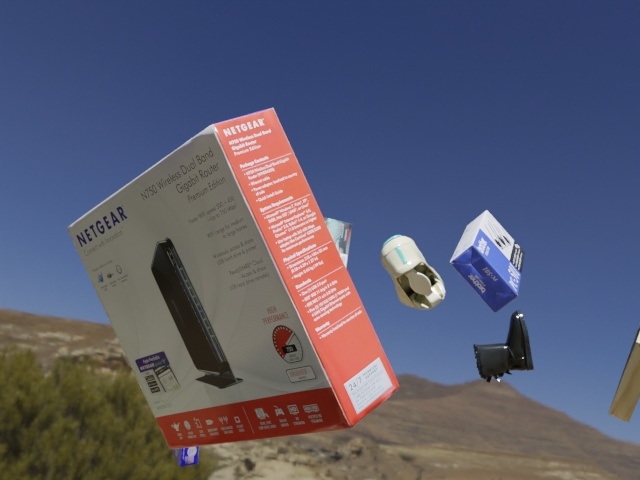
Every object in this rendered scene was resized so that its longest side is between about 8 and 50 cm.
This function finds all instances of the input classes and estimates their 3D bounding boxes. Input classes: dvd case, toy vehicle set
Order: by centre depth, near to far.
[{"bbox_3d":[0.579,0.175,1.272,0.035,0.267,0.166,21,-52,24],"label":"toy vehicle set"},{"bbox_3d":[0.000,0.000,1.291,0.119,0.087,0.013,12,-10,-28],"label":"dvd case"}]

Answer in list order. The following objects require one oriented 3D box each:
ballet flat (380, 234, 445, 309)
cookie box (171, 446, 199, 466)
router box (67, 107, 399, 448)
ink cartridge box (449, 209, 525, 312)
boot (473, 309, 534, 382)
[{"bbox_3d":[0.171,0.077,1.249,0.086,0.086,0.248,0,-25,28],"label":"ballet flat"},{"bbox_3d":[-0.279,0.387,1.453,0.040,0.092,0.107,-2,19,-28],"label":"cookie box"},{"bbox_3d":[-0.114,0.064,0.778,0.082,0.301,0.335,-27,2,-44],"label":"router box"},{"bbox_3d":[0.257,0.026,1.087,0.046,0.097,0.207,-42,-1,24],"label":"ink cartridge box"},{"bbox_3d":[0.326,0.191,1.295,0.099,0.121,0.045,-10,7,9],"label":"boot"}]
